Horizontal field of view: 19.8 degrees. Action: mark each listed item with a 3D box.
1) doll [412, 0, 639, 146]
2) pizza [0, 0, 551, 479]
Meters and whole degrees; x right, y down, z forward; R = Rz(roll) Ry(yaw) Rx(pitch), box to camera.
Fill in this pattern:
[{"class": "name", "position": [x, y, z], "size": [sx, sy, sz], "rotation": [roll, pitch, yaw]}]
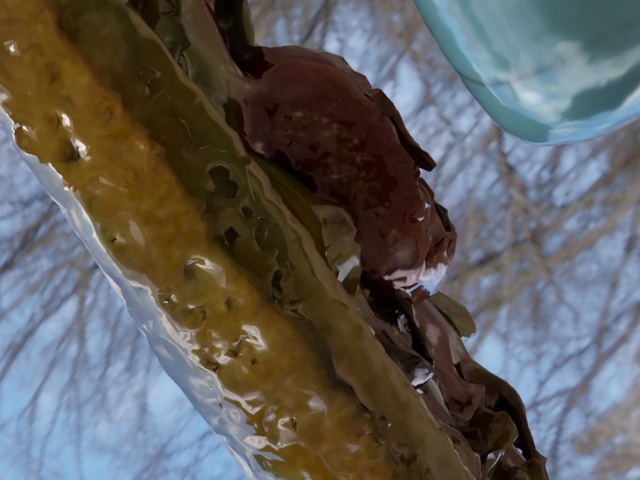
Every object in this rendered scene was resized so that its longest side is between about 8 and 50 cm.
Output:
[{"class": "doll", "position": [0.135, -0.150, 0.560], "size": [0.161, 0.261, 0.177], "rotation": [54, -171, -39]}, {"class": "pizza", "position": [0.000, 0.000, 0.810], "size": [0.440, 0.130, 0.406], "rotation": [57, -171, -19]}]
